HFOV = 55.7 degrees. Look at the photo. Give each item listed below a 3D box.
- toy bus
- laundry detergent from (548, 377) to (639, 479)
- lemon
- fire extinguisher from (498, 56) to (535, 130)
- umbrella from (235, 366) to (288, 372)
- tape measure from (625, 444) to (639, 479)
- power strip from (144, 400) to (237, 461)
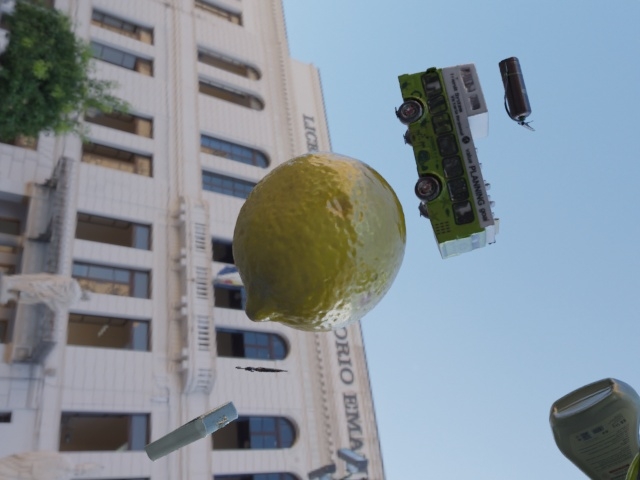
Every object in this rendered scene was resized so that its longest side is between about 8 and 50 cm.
[{"bbox_3d":[0.209,-0.131,0.970,0.139,0.113,0.301,-13,-110,12],"label":"toy bus"},{"bbox_3d":[0.548,0.381,1.098,0.181,0.253,0.091,-37,-175,23],"label":"laundry detergent"},{"bbox_3d":[-0.003,0.007,0.815,0.228,0.228,0.253,-19,-140,54],"label":"lemon"},{"bbox_3d":[0.403,-0.303,1.261,0.045,0.078,0.157,-25,-109,57],"label":"fire extinguisher"},{"bbox_3d":[-0.134,0.292,1.371,0.022,0.122,0.013,132,-37,-59],"label":"umbrella"},{"bbox_3d":[0.436,0.302,0.683,0.199,0.112,0.186,-36,-146,29],"label":"tape measure"},{"bbox_3d":[-0.213,0.315,0.994,0.192,0.081,0.035,-35,-101,37],"label":"power strip"}]
